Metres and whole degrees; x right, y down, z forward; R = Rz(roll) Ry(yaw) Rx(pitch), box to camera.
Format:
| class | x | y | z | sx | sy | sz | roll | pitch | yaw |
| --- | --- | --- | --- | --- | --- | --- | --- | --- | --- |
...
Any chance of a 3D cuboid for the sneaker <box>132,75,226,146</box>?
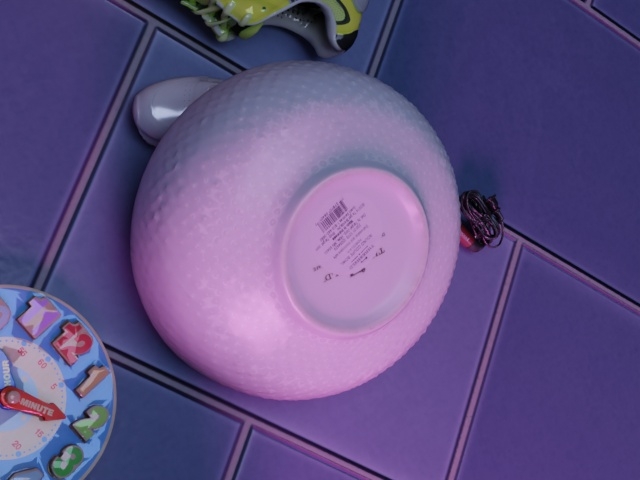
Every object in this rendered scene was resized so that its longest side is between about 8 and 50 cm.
| class | x | y | z | sx | sy | sz | roll | pitch | yaw |
| --- | --- | --- | --- | --- | --- | --- | --- | --- | --- |
| sneaker | -0.072 | -0.128 | 1.322 | 0.235 | 0.095 | 0.090 | 3 | 80 | -29 |

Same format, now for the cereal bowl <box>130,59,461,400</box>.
| class | x | y | z | sx | sy | sz | roll | pitch | yaw |
| --- | --- | --- | --- | --- | --- | --- | --- | --- | --- |
| cereal bowl | 0.000 | 0.000 | 1.250 | 0.339 | 0.141 | 0.339 | -7 | 105 | -28 |

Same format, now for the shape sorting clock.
| class | x | y | z | sx | sy | sz | roll | pitch | yaw |
| --- | --- | --- | --- | --- | --- | --- | --- | --- | --- |
| shape sorting clock | -0.281 | 0.141 | 1.172 | 0.206 | 0.040 | 0.206 | 7 | 76 | -29 |

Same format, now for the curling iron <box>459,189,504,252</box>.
| class | x | y | z | sx | sy | sz | roll | pitch | yaw |
| --- | --- | --- | --- | --- | --- | --- | --- | --- | --- |
| curling iron | 0.100 | -0.077 | 1.448 | 0.274 | 0.035 | 0.068 | 35 | 60 | -21 |

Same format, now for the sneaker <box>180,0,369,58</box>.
| class | x | y | z | sx | sy | sz | roll | pitch | yaw |
| --- | --- | --- | --- | --- | --- | --- | --- | --- | --- |
| sneaker | -0.105 | -0.285 | 1.306 | 0.385 | 0.145 | 0.147 | 7 | 76 | -28 |
